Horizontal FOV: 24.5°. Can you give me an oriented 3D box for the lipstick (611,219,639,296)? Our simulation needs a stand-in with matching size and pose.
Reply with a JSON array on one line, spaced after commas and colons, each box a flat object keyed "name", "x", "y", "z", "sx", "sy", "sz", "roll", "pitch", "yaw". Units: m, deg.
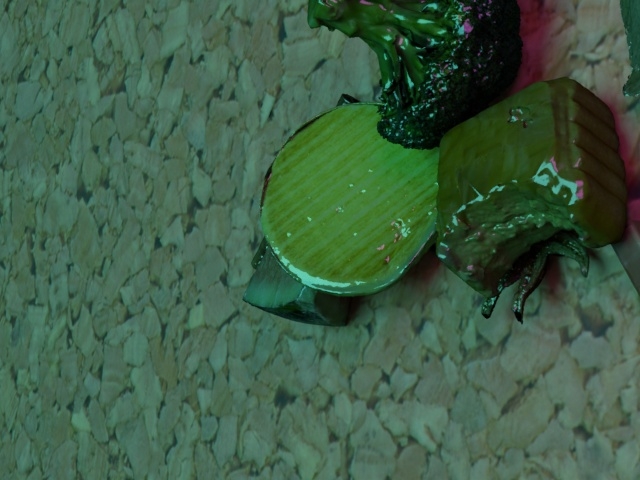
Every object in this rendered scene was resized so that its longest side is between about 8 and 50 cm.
[{"name": "lipstick", "x": 0.403, "y": 0.045, "z": 1.769, "sx": 0.045, "sy": 0.045, "sz": 0.145, "roll": -48, "pitch": 53, "yaw": 35}]

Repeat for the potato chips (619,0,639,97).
[{"name": "potato chips", "x": 0.416, "y": -0.245, "z": 1.774, "sx": 0.228, "sy": 0.059, "sz": 0.167, "roll": 36, "pitch": 109, "yaw": 47}]

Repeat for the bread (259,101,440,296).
[{"name": "bread", "x": 0.049, "y": -0.061, "z": 2.110, "sx": 0.301, "sy": 0.045, "sz": 0.301, "roll": -6, "pitch": 69, "yaw": 15}]

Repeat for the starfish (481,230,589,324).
[{"name": "starfish", "x": 0.274, "y": 0.004, "z": 1.929, "sx": 0.213, "sy": 0.057, "sz": 0.238, "roll": -8, "pitch": 61, "yaw": 45}]

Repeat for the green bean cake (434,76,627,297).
[{"name": "green bean cake", "x": 0.255, "y": -0.068, "z": 1.848, "sx": 0.236, "sy": 0.124, "sz": 0.233, "roll": -27, "pitch": 47, "yaw": 36}]

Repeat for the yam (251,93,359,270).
[{"name": "yam", "x": -0.022, "y": -0.085, "z": 2.310, "sx": 0.327, "sy": 0.045, "sz": 0.045, "roll": -61, "pitch": 13, "yaw": 24}]

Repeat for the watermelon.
[{"name": "watermelon", "x": 0.000, "y": 0.000, "z": 2.223, "sx": 0.193, "sy": 0.140, "sz": 0.256, "roll": 11, "pitch": 85, "yaw": 55}]

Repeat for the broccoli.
[{"name": "broccoli", "x": 0.124, "y": -0.266, "z": 1.967, "sx": 0.297, "sy": 0.297, "sz": 0.297, "roll": -166, "pitch": 90, "yaw": -80}]
